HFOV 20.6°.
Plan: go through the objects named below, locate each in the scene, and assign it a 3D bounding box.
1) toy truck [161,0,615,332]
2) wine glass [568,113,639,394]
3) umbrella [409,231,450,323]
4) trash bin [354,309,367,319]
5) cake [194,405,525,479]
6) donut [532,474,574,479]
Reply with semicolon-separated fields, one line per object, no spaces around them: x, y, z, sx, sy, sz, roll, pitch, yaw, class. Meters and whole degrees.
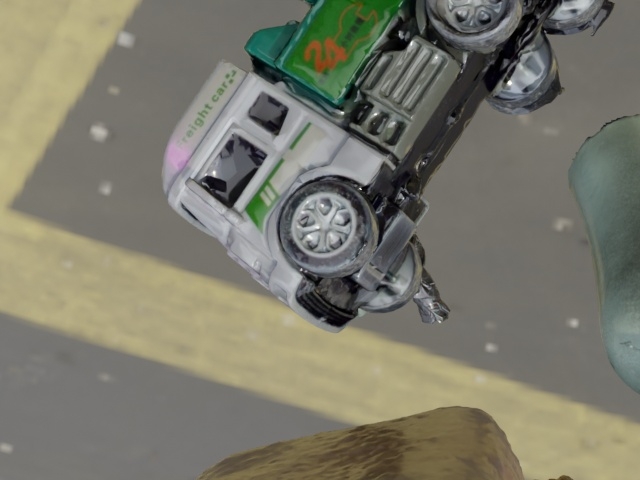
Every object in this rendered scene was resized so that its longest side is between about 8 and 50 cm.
0.050;-0.125;1.130;0.178;0.363;0.176;30;178;21;toy truck
0.204;0.036;0.989;0.103;0.231;0.103;-5;137;-5;wine glass
0.102;0.028;1.930;0.144;0.037;0.040;64;171;-20;umbrella
0.000;0.000;1.605;0.059;0.116;0.130;-22;106;7;trash bin
0.031;0.284;1.353;0.308;0.237;0.230;-15;-170;7;cake
0.137;0.262;0.998;0.253;0.253;0.118;12;-167;3;donut
